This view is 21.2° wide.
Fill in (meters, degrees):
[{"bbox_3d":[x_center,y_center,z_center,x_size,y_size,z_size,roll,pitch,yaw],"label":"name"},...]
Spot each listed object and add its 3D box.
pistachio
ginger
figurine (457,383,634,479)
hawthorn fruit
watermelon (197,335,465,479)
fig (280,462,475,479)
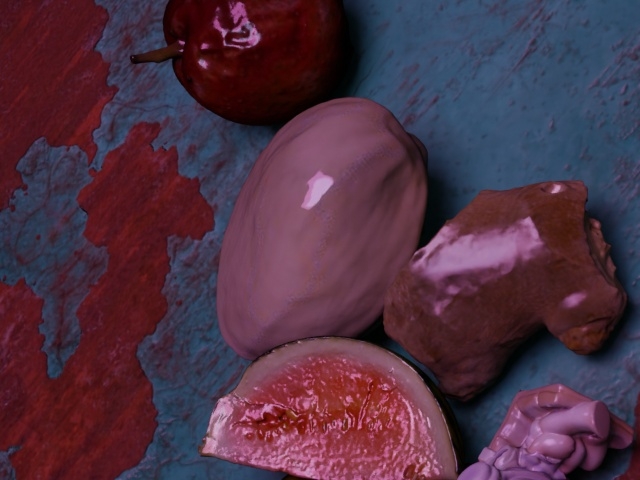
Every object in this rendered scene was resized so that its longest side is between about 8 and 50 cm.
[{"bbox_3d":[0.000,0.000,1.907,0.226,0.208,0.331,27,100,21],"label":"pistachio"},{"bbox_3d":[0.202,0.056,1.806,0.221,0.130,0.275,34,104,12],"label":"ginger"},{"bbox_3d":[0.208,0.264,1.697,0.236,0.162,0.141,-59,23,-17],"label":"figurine"},{"bbox_3d":[-0.100,-0.239,2.057,0.266,0.210,0.230,-22,70,-17],"label":"hawthorn fruit"},{"bbox_3d":[0.028,0.163,1.821,0.303,0.159,0.128,4,116,25],"label":"watermelon"},{"bbox_3d":[0.059,0.286,1.833,0.236,0.124,0.124,-13,62,3],"label":"fig"}]
